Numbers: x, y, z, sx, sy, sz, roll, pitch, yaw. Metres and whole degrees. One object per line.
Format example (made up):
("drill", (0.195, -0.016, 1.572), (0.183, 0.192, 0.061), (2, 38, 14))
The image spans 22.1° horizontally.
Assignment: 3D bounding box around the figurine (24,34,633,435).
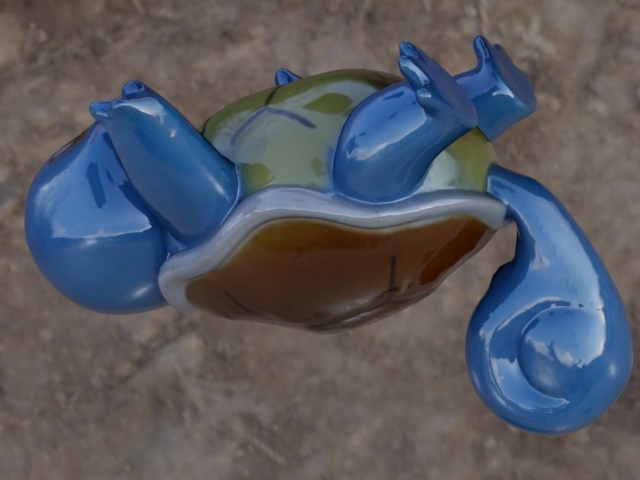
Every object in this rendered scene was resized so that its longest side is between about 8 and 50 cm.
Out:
("figurine", (0.013, -0.035, 1.066), (0.416, 0.243, 0.298), (14, 21, 16))
